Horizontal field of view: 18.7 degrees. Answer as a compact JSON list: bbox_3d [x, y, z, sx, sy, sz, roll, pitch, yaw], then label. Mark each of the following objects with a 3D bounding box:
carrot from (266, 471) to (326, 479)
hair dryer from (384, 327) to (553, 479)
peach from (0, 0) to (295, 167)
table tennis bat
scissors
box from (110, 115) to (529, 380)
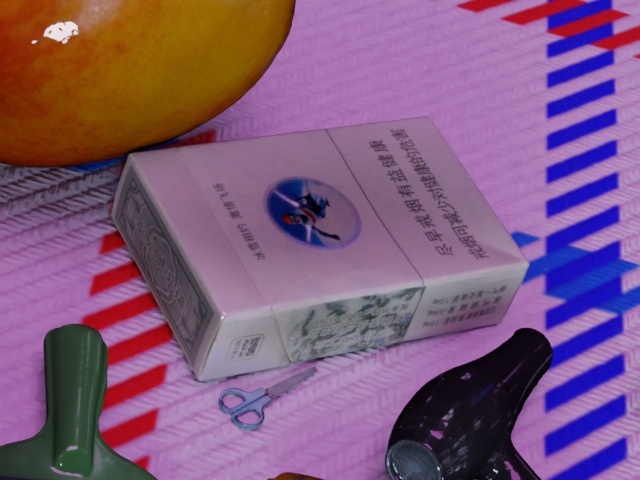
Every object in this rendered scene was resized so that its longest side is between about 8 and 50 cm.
[{"bbox_3d":[0.061,0.195,1.235,0.210,0.061,0.061,23,42,8],"label":"carrot"},{"bbox_3d":[0.159,0.165,1.311,0.219,0.075,0.195,44,37,9],"label":"hair dryer"},{"bbox_3d":[-0.174,-0.181,1.370,0.289,0.289,0.308,26,67,5],"label":"peach"},{"bbox_3d":[-0.156,0.156,1.201,0.160,0.039,0.257,10,46,-15],"label":"table tennis bat"},{"bbox_3d":[-0.033,0.103,1.324,0.083,0.006,0.036,-26,58,-39],"label":"scissors"},{"bbox_3d":[0.000,0.000,1.396,0.256,0.069,0.164,-9,50,-30],"label":"box"}]
